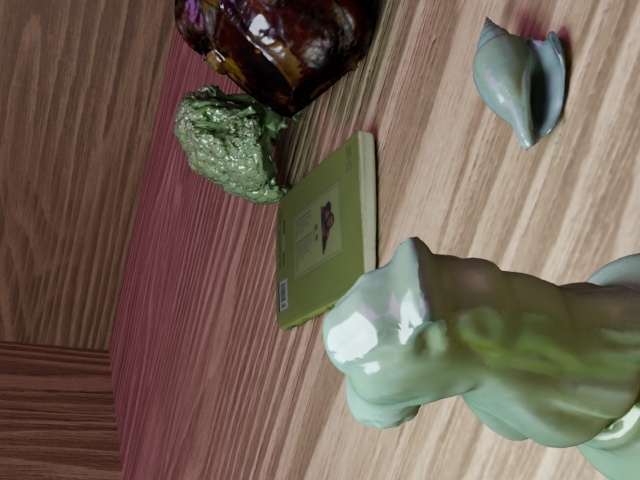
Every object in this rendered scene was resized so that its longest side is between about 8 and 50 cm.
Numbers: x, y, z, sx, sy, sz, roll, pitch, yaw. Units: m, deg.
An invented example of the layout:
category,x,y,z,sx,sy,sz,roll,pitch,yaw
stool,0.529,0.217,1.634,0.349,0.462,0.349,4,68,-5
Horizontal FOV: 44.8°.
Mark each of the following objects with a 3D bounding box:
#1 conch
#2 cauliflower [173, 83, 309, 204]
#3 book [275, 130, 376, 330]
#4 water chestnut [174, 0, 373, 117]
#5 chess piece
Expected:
category,x,y,z,sx,sy,sz,roll,pitch,yaw
conch,0.200,-0.169,0.781,0.065,0.088,0.180,52,-160,-56
cauliflower,-0.129,-0.210,1.418,0.250,0.272,0.275,-43,49,11
book,0.000,0.000,1.237,0.352,0.035,0.239,146,127,-61
water chestnut,-0.052,-0.388,1.208,0.347,0.335,0.335,-49,24,-1
chess piece,0.134,0.079,0.516,0.176,0.298,0.175,-171,90,-66
